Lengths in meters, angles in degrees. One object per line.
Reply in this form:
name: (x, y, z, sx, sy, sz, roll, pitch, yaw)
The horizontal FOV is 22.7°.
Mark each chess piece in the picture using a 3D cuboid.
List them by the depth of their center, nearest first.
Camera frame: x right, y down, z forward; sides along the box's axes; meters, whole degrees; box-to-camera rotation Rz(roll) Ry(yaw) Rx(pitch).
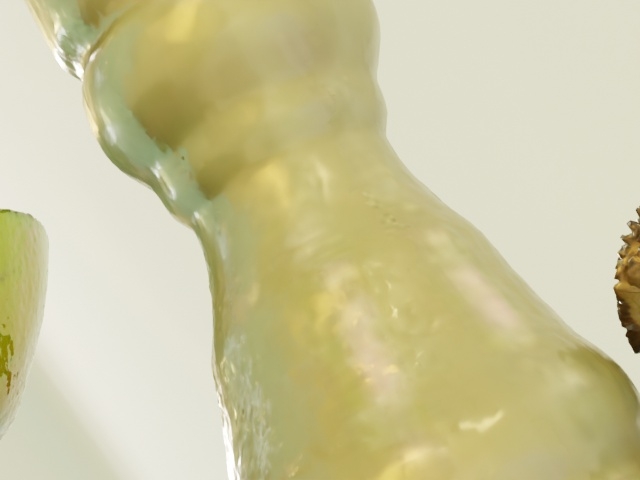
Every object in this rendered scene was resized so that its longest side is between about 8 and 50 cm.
chess piece: (0.000, 0.000, 0.804, 0.442, 0.234, 0.234, 65, -25, 13)

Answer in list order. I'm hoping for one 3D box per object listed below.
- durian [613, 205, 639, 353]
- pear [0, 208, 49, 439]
durian: (0.240, 0.021, 0.754, 0.196, 0.196, 0.167, 29, -21, 36)
pear: (-0.377, 0.116, 1.265, 0.165, 0.399, 0.399, 70, -25, 11)
